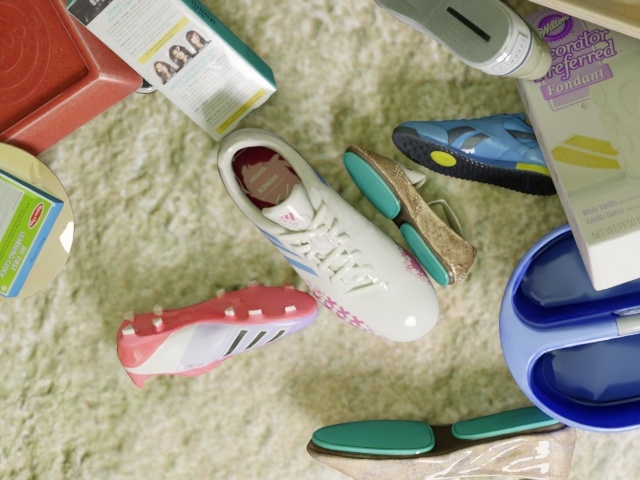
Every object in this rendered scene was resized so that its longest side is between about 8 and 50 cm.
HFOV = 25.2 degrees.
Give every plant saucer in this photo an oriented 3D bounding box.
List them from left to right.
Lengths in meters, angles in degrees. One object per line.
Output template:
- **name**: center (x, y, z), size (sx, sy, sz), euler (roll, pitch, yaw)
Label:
- **plant saucer**: center (-0.382, -0.232, 1.720), size (0.258, 0.048, 0.259), euler (-31, 89, 17)

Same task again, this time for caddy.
- **caddy**: center (0.370, 0.081, 1.607), size (0.341, 0.179, 0.241), euler (-12, 91, 6)

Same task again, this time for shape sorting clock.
- **shape sorting clock**: center (-0.401, -0.022, 1.737), size (0.206, 0.040, 0.206), euler (1, 107, 5)

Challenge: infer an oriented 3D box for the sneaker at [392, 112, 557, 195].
- **sneaker**: center (0.191, -0.116, 1.685), size (0.209, 0.069, 0.082), euler (14, 68, 10)

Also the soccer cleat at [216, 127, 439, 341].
- **soccer cleat**: center (0.000, 0.000, 1.661), size (0.331, 0.143, 0.116), euler (43, 95, 3)

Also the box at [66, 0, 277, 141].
- **box**: center (-0.170, -0.231, 1.650), size (0.100, 0.060, 0.244), euler (-40, 119, 15)

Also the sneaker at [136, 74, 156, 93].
- **sneaker**: center (-0.189, -0.290, 1.697), size (0.084, 0.097, 0.234), euler (22, 93, 5)

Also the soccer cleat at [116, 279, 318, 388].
- **soccer cleat**: center (-0.122, 0.114, 1.718), size (0.248, 0.083, 0.095), euler (-11, 119, 1)

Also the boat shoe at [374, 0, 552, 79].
- **boat shoe**: center (0.146, -0.268, 1.625), size (0.109, 0.094, 0.302), euler (-49, 48, 15)

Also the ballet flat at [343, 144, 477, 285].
- **ballet flat**: center (0.110, -0.040, 1.697), size (0.067, 0.073, 0.206), euler (-37, 90, -22)

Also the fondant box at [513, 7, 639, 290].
- **fondant box**: center (0.360, -0.133, 1.564), size (0.238, 0.096, 0.330), euler (-18, 54, 6)

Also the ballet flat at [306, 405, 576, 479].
- **ballet flat**: center (0.143, 0.264, 1.675), size (0.316, 0.107, 0.106), euler (-5, 104, 7)

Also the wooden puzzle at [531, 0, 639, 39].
- **wooden puzzle**: center (0.303, -0.384, 1.572), size (0.348, 0.080, 0.322), euler (24, 60, 6)
